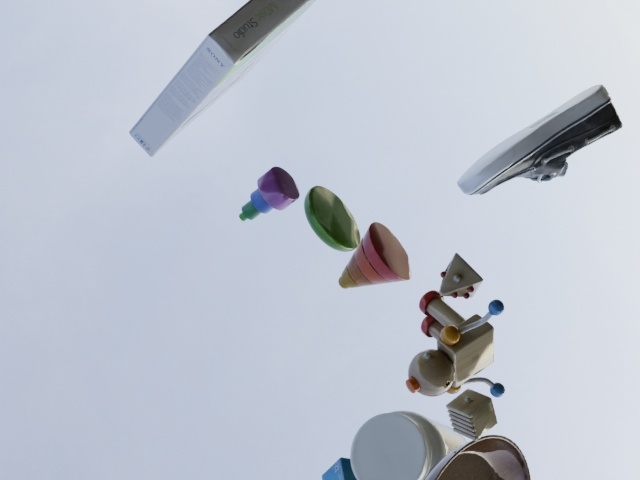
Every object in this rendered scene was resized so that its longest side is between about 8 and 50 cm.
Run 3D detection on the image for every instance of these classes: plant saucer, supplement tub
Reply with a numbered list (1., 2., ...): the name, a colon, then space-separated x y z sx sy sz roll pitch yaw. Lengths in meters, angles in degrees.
1. plant saucer: 0.144 0.291 1.065 0.199 0.198 0.036 -2 -170 -44
2. supplement tub: 0.142 0.341 1.602 0.200 0.144 0.144 33 -159 -57

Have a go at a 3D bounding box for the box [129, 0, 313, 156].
1. box: -0.132 -0.260 1.488 0.058 0.322 0.232 48 -124 -8

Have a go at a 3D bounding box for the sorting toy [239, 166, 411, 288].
1. sorting toy: 0.000 0.000 1.792 0.366 0.126 0.127 30 -145 -39

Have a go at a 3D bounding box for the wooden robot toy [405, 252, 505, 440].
1. wooden robot toy: 0.091 0.094 0.808 0.079 0.173 0.076 -33 -134 -27

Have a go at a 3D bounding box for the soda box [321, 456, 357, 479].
1. soda box: 0.059 0.455 1.653 0.071 0.067 0.210 15 -136 -26

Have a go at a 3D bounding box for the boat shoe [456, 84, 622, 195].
1. boat shoe: 0.376 -0.145 1.764 0.102 0.301 0.108 58 172 -8
